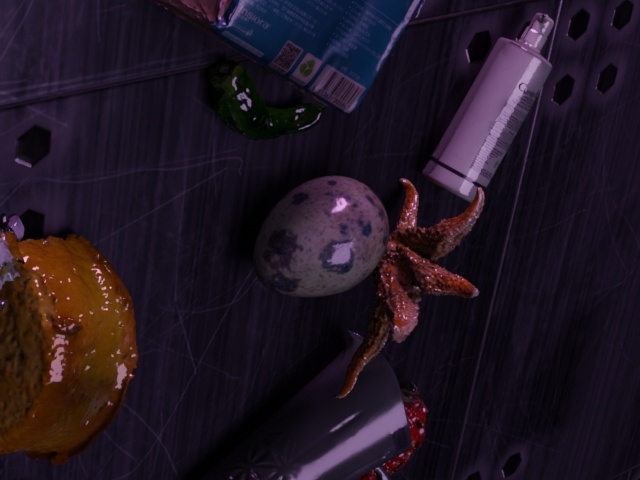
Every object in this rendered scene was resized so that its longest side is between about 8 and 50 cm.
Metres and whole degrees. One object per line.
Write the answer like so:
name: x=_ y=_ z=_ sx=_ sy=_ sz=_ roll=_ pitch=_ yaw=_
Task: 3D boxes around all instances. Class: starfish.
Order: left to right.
starfish: x=0.104 y=0.056 z=2.076 sx=0.084 sy=0.293 sz=0.301 roll=27 pitch=81 yaw=-15

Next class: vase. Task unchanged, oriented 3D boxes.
vase: x=-0.021 y=0.294 z=2.242 sx=0.301 sy=0.156 sz=0.251 roll=-34 pitch=116 yaw=-18

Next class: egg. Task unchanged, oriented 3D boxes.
egg: x=0.000 y=0.000 z=2.054 sx=0.181 sy=0.141 sz=0.141 roll=-32 pitch=137 yaw=-21

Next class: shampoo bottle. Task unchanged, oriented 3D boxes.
shampoo bottle: x=0.232 y=-0.179 z=2.226 sx=0.085 sy=0.085 sz=0.262 roll=24 pitch=97 yaw=-52

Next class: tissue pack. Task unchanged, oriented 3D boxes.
tissue pack: x=-0.031 y=-0.276 z=1.825 sx=0.271 sy=0.134 sz=0.192 roll=28 pitch=93 yaw=-53

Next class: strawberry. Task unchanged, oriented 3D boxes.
strawberry: x=0.084 y=0.284 z=2.400 sx=0.192 sy=0.085 sz=0.140 roll=-26 pitch=135 yaw=-31

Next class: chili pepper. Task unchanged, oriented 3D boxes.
chili pepper: x=-0.068 y=-0.150 z=1.946 sx=0.182 sy=0.050 sz=0.073 roll=21 pitch=93 yaw=-54

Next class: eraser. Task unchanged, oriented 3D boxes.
eraser: x=-0.350 y=0.013 z=1.778 sx=0.099 sy=0.019 sz=0.027 roll=-40 pitch=140 yaw=-19

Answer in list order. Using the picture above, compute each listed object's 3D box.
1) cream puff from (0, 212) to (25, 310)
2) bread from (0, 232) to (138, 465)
cream puff: x=-0.375 y=0.044 z=1.683 sx=0.121 sy=0.156 sz=0.156 roll=34 pitch=89 yaw=-13
bread: x=-0.290 y=0.135 z=1.827 sx=0.160 sy=0.147 sz=0.261 roll=8 pitch=112 yaw=-54
